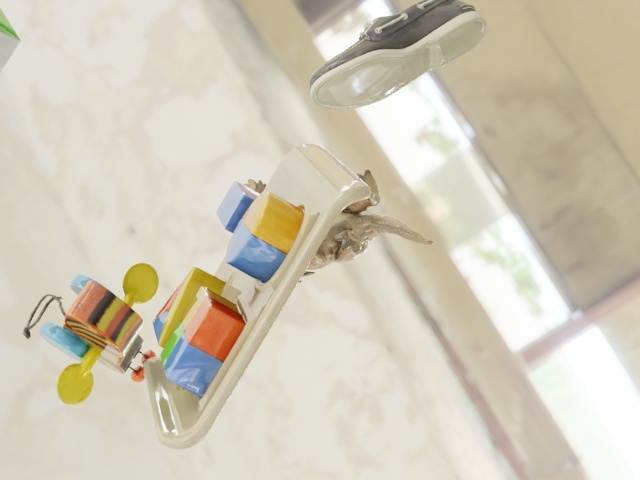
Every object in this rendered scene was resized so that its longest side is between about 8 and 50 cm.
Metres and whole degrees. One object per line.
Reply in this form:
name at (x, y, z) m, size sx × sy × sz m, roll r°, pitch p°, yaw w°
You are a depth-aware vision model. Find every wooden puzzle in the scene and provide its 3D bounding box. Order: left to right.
wooden puzzle at (-0.098, 0.040, 1.761) m, size 0.080 × 0.348 × 0.322 m, roll 34°, pitch -176°, yaw -15°

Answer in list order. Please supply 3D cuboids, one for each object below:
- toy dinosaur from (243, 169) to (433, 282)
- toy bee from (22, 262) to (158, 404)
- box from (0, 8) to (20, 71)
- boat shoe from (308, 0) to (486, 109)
toy dinosaur at (0.000, 0.000, 2.144) m, size 0.200 × 0.296 × 0.127 m, roll 83°, pitch 179°, yaw -68°
toy bee at (-0.272, 0.115, 2.028) m, size 0.162 × 0.195 × 0.298 m, roll 35°, pitch -175°, yaw -14°
box at (-0.537, -0.222, 1.848) m, size 0.262 × 0.231 × 0.127 m, roll 24°, pitch -160°, yaw -41°
boat shoe at (0.071, -0.200, 1.629) m, size 0.065 × 0.206 × 0.075 m, roll 56°, pitch 163°, yaw 31°
